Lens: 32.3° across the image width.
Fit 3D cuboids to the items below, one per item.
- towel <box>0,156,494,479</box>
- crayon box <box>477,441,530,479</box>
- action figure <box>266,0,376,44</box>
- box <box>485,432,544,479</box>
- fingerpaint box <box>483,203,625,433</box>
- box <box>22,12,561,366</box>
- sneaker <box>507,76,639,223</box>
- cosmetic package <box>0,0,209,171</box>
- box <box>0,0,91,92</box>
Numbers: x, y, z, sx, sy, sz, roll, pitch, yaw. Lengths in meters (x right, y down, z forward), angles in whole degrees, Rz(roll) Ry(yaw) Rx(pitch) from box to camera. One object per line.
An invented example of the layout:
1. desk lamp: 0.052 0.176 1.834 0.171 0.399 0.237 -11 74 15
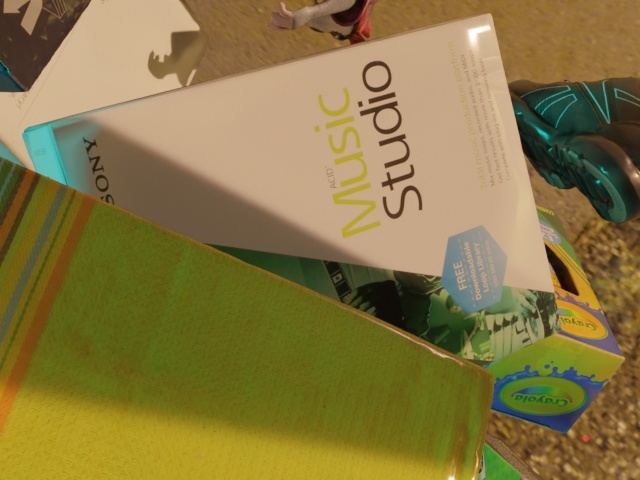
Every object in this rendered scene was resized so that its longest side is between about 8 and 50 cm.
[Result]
1. towel: -0.059 0.044 0.337 0.237 0.021 0.102 23 61 -13
2. crayon box: 0.042 0.191 1.009 0.165 0.278 0.081 43 70 -43
3. action figure: 0.003 -0.375 1.273 0.276 0.248 0.370 -38 137 -3
4. box: 0.143 0.436 1.653 0.343 0.179 0.312 -52 136 6
5. fingerpaint box: 0.165 0.042 1.583 0.445 0.371 0.163 19 121 -17
6. box: 0.000 0.000 0.705 0.322 0.058 0.232 -20 100 -27
7. sneaker: 0.247 -0.097 0.994 0.106 0.267 0.101 -35 118 0
8. cosmetic package: -0.387 -0.225 1.182 0.393 0.330 0.327 55 45 -47
9. box: -0.194 -0.190 0.599 0.156 0.093 0.158 53 55 -43
